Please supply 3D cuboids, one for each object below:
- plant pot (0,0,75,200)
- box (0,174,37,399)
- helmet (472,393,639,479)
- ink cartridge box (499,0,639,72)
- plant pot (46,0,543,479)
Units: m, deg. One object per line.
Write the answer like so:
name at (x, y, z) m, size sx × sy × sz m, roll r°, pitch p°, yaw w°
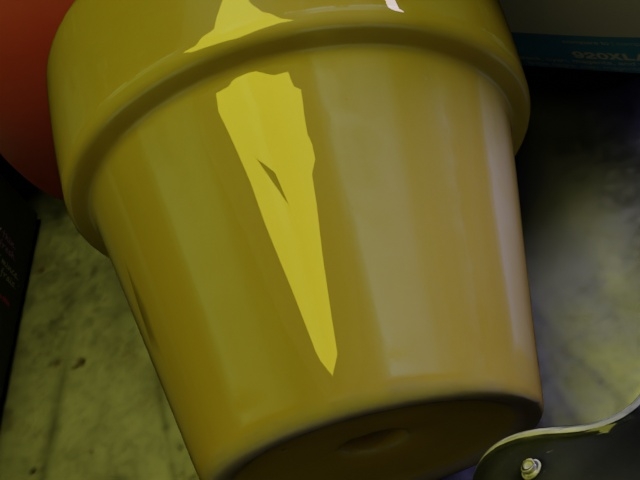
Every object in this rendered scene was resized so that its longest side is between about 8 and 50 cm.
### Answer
plant pot at (-0.077, -0.177, 0.686) m, size 0.243 × 0.275 × 0.275 m, roll -11°, pitch 50°, yaw 16°
box at (-0.305, 0.053, 0.679) m, size 0.143 × 0.165 × 0.270 m, roll -15°, pitch 48°, yaw 15°
helmet at (0.140, 0.134, 0.398) m, size 0.161 × 0.169 × 0.169 m, roll -27°, pitch 44°, yaw -20°
ink cartridge box at (0.130, -0.221, 0.573) m, size 0.168 × 0.232 × 0.171 m, roll 11°, pitch 78°, yaw 33°
plant pot at (0.000, 0.000, 0.538) m, size 0.254 × 0.254 × 0.239 m, roll -19°, pitch 64°, yaw 11°
